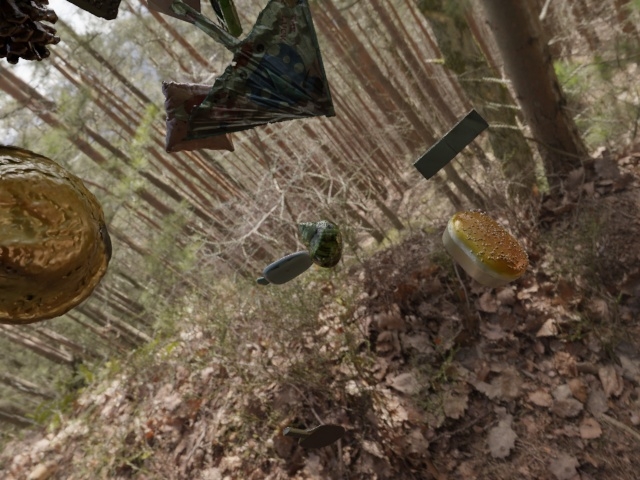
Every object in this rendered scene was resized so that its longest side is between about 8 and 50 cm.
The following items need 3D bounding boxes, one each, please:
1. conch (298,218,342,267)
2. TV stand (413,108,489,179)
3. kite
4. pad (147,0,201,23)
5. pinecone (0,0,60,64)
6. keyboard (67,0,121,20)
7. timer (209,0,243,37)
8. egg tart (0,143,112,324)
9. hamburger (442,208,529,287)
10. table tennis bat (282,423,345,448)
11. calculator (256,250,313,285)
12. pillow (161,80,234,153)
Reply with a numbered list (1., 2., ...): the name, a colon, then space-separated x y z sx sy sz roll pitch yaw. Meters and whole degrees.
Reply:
1. conch: -0.001 -0.002 1.684 0.181 0.124 0.187 13 57 16
2. TV stand: 0.455 -0.336 1.519 0.269 0.083 0.088 -44 0 23
3. kite: -0.124 -0.341 0.821 0.406 0.368 0.014 -58 8 -2
4. pad: -0.421 -0.708 1.224 0.243 0.163 0.004 149 135 -74
5. pinecone: -0.607 -0.442 0.838 0.168 0.212 0.185 -33 62 5
6. keyboard: -0.450 -0.464 0.695 0.106 0.262 0.016 -53 46 21
7. timer: -0.250 -0.602 1.123 0.047 0.128 0.140 -28 53 -8
8. egg tart: -0.677 -0.028 1.001 0.178 0.443 0.443 -15 44 32
9. hamburger: 0.551 0.020 1.455 0.295 0.227 0.151 54 136 23
10. table tennis bat: -0.025 0.680 1.509 0.154 0.274 0.021 -44 43 18
11. calculator: -0.163 0.138 2.024 0.299 0.185 0.041 -30 59 9
12. pillow: -0.395 -0.400 1.406 0.084 0.223 0.236 -163 72 -71
